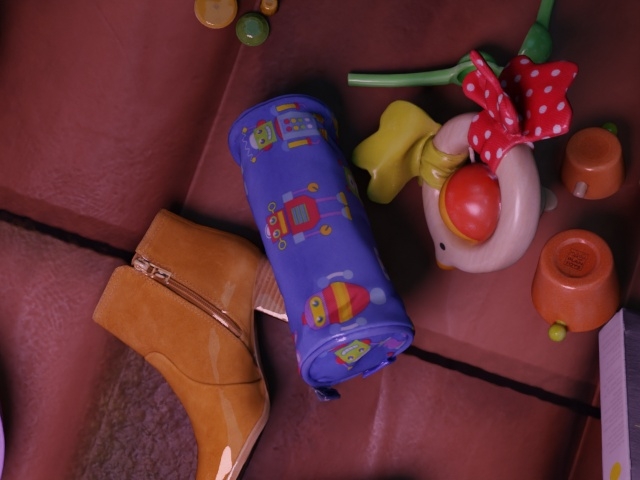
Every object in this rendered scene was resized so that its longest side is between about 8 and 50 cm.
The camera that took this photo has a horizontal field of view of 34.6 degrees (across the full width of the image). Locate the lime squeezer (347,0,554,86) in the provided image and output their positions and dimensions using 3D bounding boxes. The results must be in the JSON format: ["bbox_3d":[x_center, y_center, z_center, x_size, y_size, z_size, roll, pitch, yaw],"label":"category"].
[{"bbox_3d":[0.187,-0.221,1.152,0.310,0.059,0.110,-32,89,-7],"label":"lime squeezer"}]

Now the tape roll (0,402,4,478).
[{"bbox_3d":[-0.451,0.198,0.999,0.275,0.090,0.274,-2,97,-17],"label":"tape roll"}]

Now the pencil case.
[{"bbox_3d":[0.000,0.000,1.035,0.119,0.133,0.306,-27,60,13],"label":"pencil case"}]

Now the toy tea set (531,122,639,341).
[{"bbox_3d":[0.333,-0.036,1.143,0.336,0.124,0.200,-29,59,-4],"label":"toy tea set"}]

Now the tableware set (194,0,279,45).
[{"bbox_3d":[-0.113,-0.288,1.147,0.154,0.024,0.104,29,86,-4],"label":"tableware set"}]

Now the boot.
[{"bbox_3d":[-0.144,0.129,1.077,0.211,0.104,0.295,22,78,2],"label":"boot"}]

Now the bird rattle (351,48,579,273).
[{"bbox_3d":[0.166,-0.072,1.039,0.143,0.253,0.207,-8,86,-38],"label":"bird rattle"}]

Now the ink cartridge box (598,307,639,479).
[{"bbox_3d":[0.442,0.238,1.058,0.304,0.072,0.307,16,48,-5],"label":"ink cartridge box"}]
